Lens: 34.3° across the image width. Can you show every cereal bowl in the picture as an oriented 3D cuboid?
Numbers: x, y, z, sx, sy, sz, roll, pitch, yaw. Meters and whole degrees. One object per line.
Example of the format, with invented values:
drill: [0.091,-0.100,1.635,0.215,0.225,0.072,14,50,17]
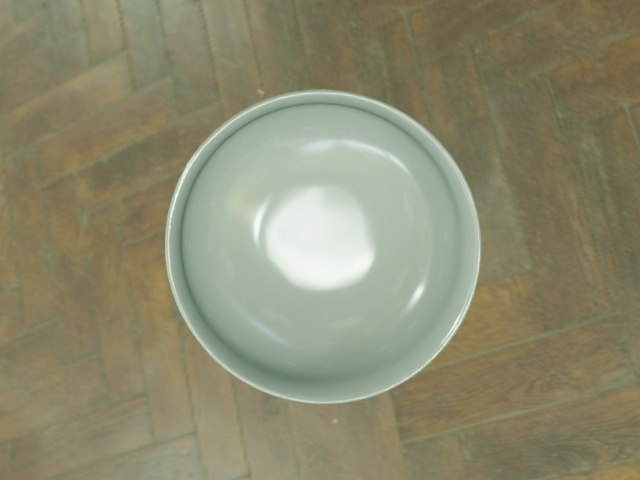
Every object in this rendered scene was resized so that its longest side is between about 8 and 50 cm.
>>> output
cereal bowl: [0.000,0.000,1.149,0.339,0.141,0.339,-1,100,-5]
